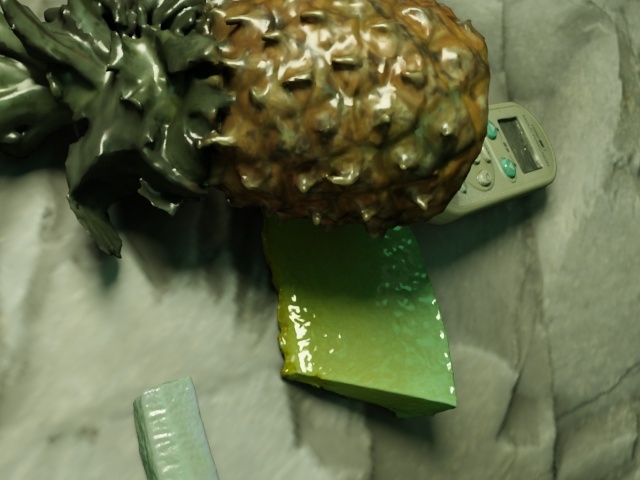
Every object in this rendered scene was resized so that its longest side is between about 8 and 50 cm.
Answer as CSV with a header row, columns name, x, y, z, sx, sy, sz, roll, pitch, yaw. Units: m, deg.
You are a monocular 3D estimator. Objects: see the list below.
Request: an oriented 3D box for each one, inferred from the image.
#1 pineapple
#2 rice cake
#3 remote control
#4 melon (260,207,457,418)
name,x,y,z,sx,sy,sz,roll,pitch,yaw
pineapple,-0.071,-0.074,0.435,0.310,0.141,0.170,5,82,-14
rice cake,-0.053,0.158,0.412,0.042,0.030,0.180,-12,76,-34
remote control,0.118,-0.061,0.620,0.221,0.042,0.078,-17,79,-52
melon,0.000,-0.001,0.533,0.114,0.053,0.262,-14,73,-22
